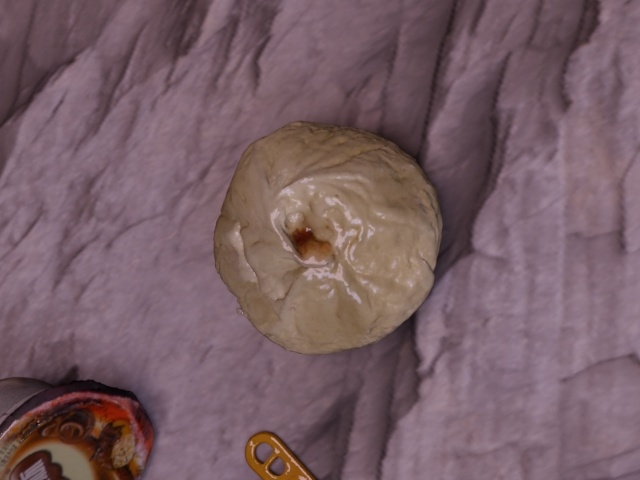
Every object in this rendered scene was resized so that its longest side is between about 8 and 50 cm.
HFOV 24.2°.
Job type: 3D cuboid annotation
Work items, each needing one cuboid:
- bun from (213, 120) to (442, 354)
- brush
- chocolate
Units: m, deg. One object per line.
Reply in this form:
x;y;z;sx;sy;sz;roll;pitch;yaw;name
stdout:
0.000;0.000;1.343;0.220;0.134;0.220;-1;88;18;bun
0.028;0.280;1.397;0.272;0.013;0.103;44;102;15;brush
-0.278;0.198;1.431;0.147;0.221;0.221;35;101;41;chocolate
